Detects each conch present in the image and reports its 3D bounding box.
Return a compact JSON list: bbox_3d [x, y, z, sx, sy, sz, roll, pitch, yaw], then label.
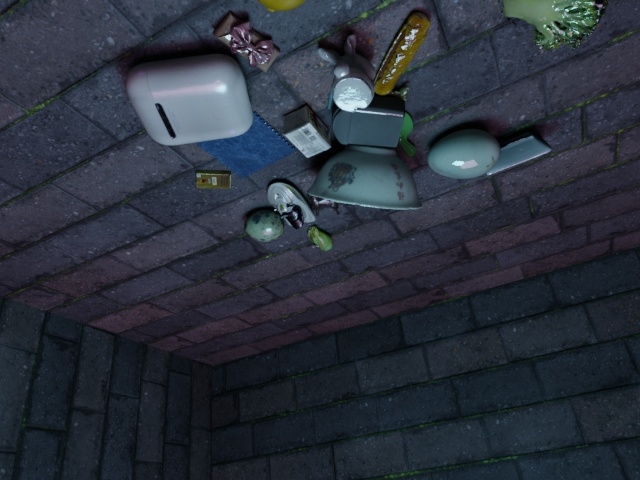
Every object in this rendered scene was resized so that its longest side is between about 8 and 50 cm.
[{"bbox_3d":[0.003,-0.002,2.308,0.095,0.080,0.201,-16,133,39],"label":"conch"}]

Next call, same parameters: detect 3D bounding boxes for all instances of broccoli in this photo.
[{"bbox_3d":[0.657,-0.670,1.302,0.180,0.273,0.242,-47,143,-20],"label":"broccoli"}]

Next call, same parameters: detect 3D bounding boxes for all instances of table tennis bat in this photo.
[{"bbox_3d":[0.281,-0.391,1.757,0.160,0.039,0.257,-26,139,27],"label":"table tennis bat"}]

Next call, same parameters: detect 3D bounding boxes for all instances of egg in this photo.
[{"bbox_3d":[0.533,-0.320,1.779,0.264,0.183,0.183,-7,149,10],"label":"egg"},{"bbox_3d":[-0.248,-0.065,2.086,0.181,0.141,0.141,-3,150,9],"label":"egg"}]

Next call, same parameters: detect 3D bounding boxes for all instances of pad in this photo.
[{"bbox_3d":[-0.270,-0.344,1.744,0.269,0.012,0.269,-24,145,26],"label":"pad"}]

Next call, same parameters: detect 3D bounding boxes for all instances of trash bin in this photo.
[{"bbox_3d":[0.155,-0.405,1.604,0.236,0.101,0.177,6,142,0],"label":"trash bin"}]

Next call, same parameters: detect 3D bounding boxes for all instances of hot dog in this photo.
[{"bbox_3d":[0.242,-0.556,1.452,0.087,0.061,0.286,-7,152,-22],"label":"hot dog"}]

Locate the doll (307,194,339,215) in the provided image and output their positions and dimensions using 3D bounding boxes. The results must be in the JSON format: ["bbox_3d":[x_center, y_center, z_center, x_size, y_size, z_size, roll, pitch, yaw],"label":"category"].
[{"bbox_3d":[0.014,-0.174,2.046,0.139,0.057,0.165,-3,144,-1],"label":"doll"}]

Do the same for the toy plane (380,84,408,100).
[{"bbox_3d":[0.255,-0.481,1.593,0.102,0.040,0.111,12,146,-31],"label":"toy plane"}]

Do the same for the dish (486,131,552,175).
[{"bbox_3d":[0.743,-0.351,1.839,0.243,0.182,0.080,-22,108,21],"label":"dish"}]

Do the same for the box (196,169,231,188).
[{"bbox_3d":[-0.420,-0.240,1.875,0.133,0.023,0.090,0,147,-11],"label":"box"}]

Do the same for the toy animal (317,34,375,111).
[{"bbox_3d":[0.084,-0.487,1.403,0.127,0.193,0.178,-20,144,27],"label":"toy animal"}]

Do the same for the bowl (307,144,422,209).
[{"bbox_3d":[0.173,-0.249,1.749,0.434,0.435,0.196,3,104,-15],"label":"bowl"}]

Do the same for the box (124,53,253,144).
[{"bbox_3d":[-0.392,-0.424,1.460,0.349,0.141,0.289,-7,150,1],"label":"box"}]

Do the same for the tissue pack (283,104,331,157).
[{"bbox_3d":[-0.046,-0.376,1.649,0.106,0.099,0.148,-19,147,24],"label":"tissue pack"}]

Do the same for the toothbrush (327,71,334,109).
[{"bbox_3d":[0.038,-0.491,1.558,0.011,0.014,0.167,13,148,0],"label":"toothbrush"}]

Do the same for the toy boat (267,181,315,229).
[{"bbox_3d":[-0.130,-0.136,2.004,0.140,0.141,0.269,-18,152,18],"label":"toy boat"}]

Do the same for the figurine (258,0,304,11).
[{"bbox_3d":[-0.077,-0.664,1.107,0.192,0.167,0.257,20,140,-16],"label":"figurine"}]

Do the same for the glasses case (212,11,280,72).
[{"bbox_3d":[-0.195,-0.556,1.351,0.102,0.070,0.193,-31,142,32],"label":"glasses case"}]
